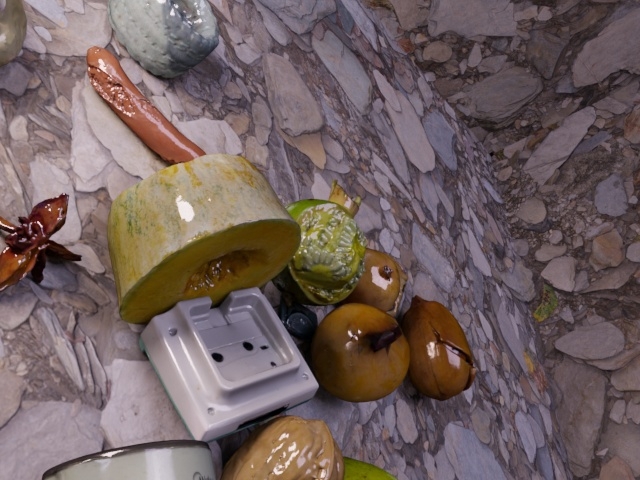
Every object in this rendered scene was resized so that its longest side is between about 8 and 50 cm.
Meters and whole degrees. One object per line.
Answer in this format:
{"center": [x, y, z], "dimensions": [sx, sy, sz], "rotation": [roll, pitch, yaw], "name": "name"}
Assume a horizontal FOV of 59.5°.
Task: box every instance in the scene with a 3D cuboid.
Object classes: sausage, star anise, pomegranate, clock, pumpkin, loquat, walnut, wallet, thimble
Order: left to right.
{"center": [-0.470, -0.011, 0.864], "dimensions": [0.158, 0.144, 0.140], "rotation": [-42, 148, -51], "name": "star anise"}
{"center": [-0.367, -0.260, 1.170], "dimensions": [0.326, 0.079, 0.087], "rotation": [47, 45, -22], "name": "sausage"}
{"center": [-0.362, -0.509, 1.283], "dimensions": [0.250, 0.172, 0.205], "rotation": [58, 27, -14], "name": "thimble"}
{"center": [-0.223, -0.009, 0.990], "dimensions": [0.332, 0.332, 0.199], "rotation": [-2, 54, -57], "name": "pumpkin"}
{"center": [-0.151, 0.207, 0.999], "dimensions": [0.262, 0.116, 0.231], "rotation": [-8, 50, -45], "name": "clock"}
{"center": [-0.066, 0.418, 0.979], "dimensions": [0.198, 0.198, 0.245], "rotation": [46, 75, -27], "name": "walnut"}
{"center": [-0.050, 0.191, 1.352], "dimensions": [0.129, 0.026, 0.088], "rotation": [37, 40, -37], "name": "wallet"}
{"center": [0.000, 0.000, 1.340], "dimensions": [0.260, 0.261, 0.340], "rotation": [46, 56, -26], "name": "pomegranate"}
{"center": [0.090, 0.264, 1.313], "dimensions": [0.235, 0.235, 0.235], "rotation": [36, 41, -38], "name": "loquat"}
{"center": [0.129, 0.112, 1.528], "dimensions": [0.191, 0.191, 0.191], "rotation": [36, 41, -38], "name": "pomegranate"}
{"center": [0.339, 0.310, 1.682], "dimensions": [0.209, 0.209, 0.336], "rotation": [23, 43, -47], "name": "walnut"}

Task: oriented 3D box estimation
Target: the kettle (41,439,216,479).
{"center": [-0.206, 0.477, 0.738], "dimensions": [0.361, 0.250, 0.376], "rotation": [48, 25, -62], "name": "kettle"}

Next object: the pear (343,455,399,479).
{"center": [0.088, 0.555, 1.181], "dimensions": [0.239, 0.139, 0.288], "rotation": [46, 36, 1], "name": "pear"}

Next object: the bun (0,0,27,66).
{"center": [-0.586, -0.397, 0.864], "dimensions": [0.273, 0.168, 0.272], "rotation": [28, 53, -46], "name": "bun"}

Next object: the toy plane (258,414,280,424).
{"center": [-0.114, 0.302, 1.112], "dimensions": [0.244, 0.092, 0.228], "rotation": [-8, 76, -57], "name": "toy plane"}

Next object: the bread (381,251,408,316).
{"center": [0.195, 0.132, 1.711], "dimensions": [0.134, 0.081, 0.225], "rotation": [50, 35, -12], "name": "bread"}
